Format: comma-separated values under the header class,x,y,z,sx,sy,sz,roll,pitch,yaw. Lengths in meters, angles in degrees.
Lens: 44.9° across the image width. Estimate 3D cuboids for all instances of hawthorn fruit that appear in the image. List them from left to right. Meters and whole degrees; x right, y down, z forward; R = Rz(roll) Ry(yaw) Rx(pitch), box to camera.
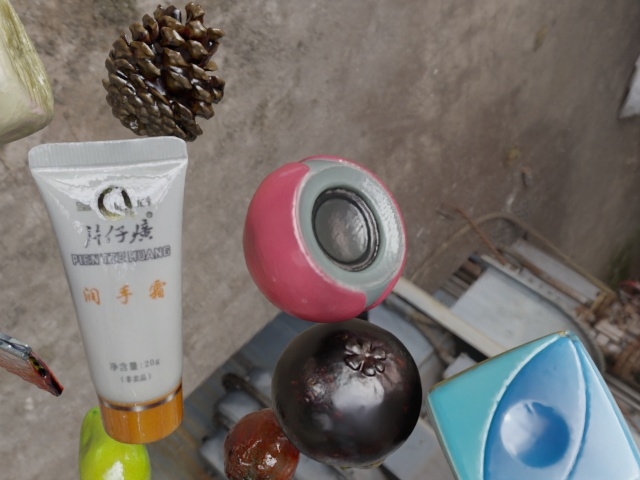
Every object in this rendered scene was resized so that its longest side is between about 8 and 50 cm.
class,x,y,z,sx,sy,sz,roll,pitch,yaw
hawthorn fruit,-0.120,0.467,1.781,0.181,0.181,0.235,92,22,-43

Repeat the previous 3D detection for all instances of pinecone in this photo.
class,x,y,z,sx,sy,sz,roll,pitch,yaw
pinecone,-0.230,-0.254,1.178,0.204,0.179,0.184,-66,-174,-30

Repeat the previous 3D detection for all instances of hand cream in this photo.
class,x,y,z,sx,sy,sz,roll,pitch,yaw
hand cream,-0.183,0.048,0.759,0.140,0.089,0.314,-7,114,-8

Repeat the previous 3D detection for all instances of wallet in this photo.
class,x,y,z,sx,sy,sz,roll,pitch,yaw
wallet,-0.328,0.080,0.698,0.103,0.196,0.020,85,30,-62

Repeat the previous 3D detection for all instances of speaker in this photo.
class,x,y,z,sx,sy,sz,roll,pitch,yaw
speaker,0.000,0.000,1.337,0.294,0.294,0.294,-36,144,-31

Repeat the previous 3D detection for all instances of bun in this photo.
class,x,y,z,sx,sy,sz,roll,pitch,yaw
bun,-0.412,-0.209,0.929,0.128,0.178,0.193,-20,100,-1

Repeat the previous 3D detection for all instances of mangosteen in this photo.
class,x,y,z,sx,sy,sz,roll,pitch,yaw
mangosteen,0.046,0.294,1.505,0.297,0.297,0.313,-46,177,-15

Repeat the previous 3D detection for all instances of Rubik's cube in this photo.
class,x,y,z,sx,sy,sz,roll,pitch,yaw
Rubik's cube,0.439,0.425,1.621,0.352,0.351,0.347,-26,157,1

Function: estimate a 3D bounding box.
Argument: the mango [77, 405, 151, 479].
class,x,y,z,sx,sy,sz,roll,pitch,yaw
mango,-0.447,0.484,1.684,0.149,0.273,0.185,-20,115,-11
